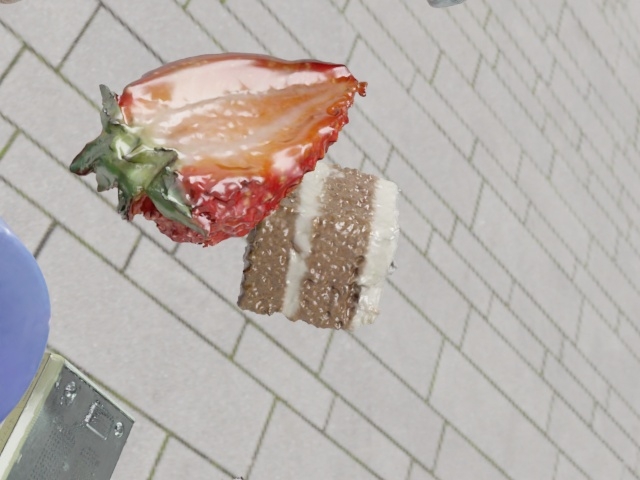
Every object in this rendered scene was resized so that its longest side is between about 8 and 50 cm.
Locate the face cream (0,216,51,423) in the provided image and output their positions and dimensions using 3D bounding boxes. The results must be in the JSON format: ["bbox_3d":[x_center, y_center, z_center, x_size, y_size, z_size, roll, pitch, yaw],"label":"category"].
[{"bbox_3d":[-0.363,0.034,0.704,0.249,0.225,0.248,-26,133,-31],"label":"face cream"}]

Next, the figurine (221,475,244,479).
[{"bbox_3d":[-0.182,0.434,1.566,0.054,0.129,0.072,55,1,14],"label":"figurine"}]

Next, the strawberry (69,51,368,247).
[{"bbox_3d":[-0.079,-0.088,0.792,0.174,0.098,0.228,36,54,18],"label":"strawberry"}]

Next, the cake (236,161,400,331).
[{"bbox_3d":[0.000,0.000,0.935,0.134,0.147,0.135,-88,-173,-57],"label":"cake"}]

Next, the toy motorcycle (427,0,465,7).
[{"bbox_3d":[0.127,-0.285,0.787,0.319,0.241,0.181,-35,133,-56],"label":"toy motorcycle"}]

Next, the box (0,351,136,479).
[{"bbox_3d":[-0.336,0.300,1.164,0.210,0.045,0.270,58,43,-45],"label":"box"}]

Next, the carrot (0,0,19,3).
[{"bbox_3d":[-0.299,-0.271,0.980,0.043,0.248,0.043,-6,99,-37],"label":"carrot"}]
